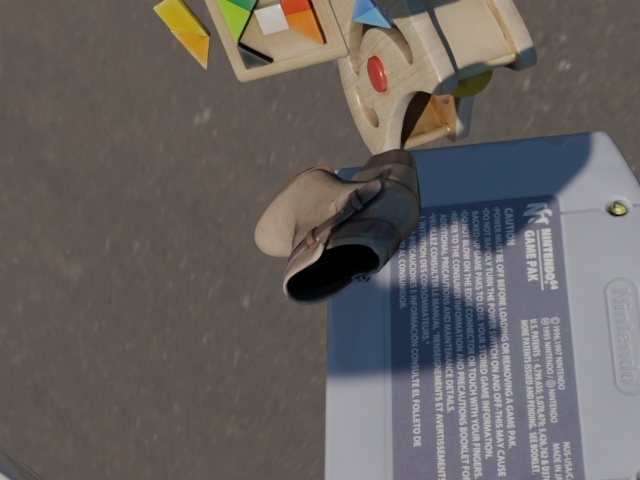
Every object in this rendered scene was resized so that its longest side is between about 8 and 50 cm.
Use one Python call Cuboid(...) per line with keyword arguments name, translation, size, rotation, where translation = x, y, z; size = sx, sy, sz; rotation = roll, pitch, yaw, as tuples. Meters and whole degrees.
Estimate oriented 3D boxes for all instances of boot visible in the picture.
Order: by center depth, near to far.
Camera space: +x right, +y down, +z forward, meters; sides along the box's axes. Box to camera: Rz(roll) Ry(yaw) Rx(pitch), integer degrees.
Cuboid(name="boot", translation=(0.000, 0.000, 0.789), size=(0.042, 0.118, 0.087), rotation=(45, 38, -17))

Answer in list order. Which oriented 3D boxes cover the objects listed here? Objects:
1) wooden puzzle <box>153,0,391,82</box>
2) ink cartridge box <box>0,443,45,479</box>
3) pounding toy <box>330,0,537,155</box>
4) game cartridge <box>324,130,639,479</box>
Cuboid(name="wooden puzzle", translation=(-0.027, -0.121, 0.898), size=(0.116, 0.014, 0.078), rotation=(-19, 122, 22))
Cuboid(name="ink cartridge box", translation=(-0.319, 0.161, 1.101), size=(0.384, 0.279, 0.160), rotation=(43, 79, -20))
Cuboid(name="pounding toy", translation=(0.041, -0.130, 1.248), size=(0.154, 0.269, 0.154), rotation=(-20, 100, -16))
Cuboid(name="game cartridge", translation=(0.101, 0.069, 0.886), size=(0.196, 0.060, 0.294), rotation=(-8, 51, 12))
